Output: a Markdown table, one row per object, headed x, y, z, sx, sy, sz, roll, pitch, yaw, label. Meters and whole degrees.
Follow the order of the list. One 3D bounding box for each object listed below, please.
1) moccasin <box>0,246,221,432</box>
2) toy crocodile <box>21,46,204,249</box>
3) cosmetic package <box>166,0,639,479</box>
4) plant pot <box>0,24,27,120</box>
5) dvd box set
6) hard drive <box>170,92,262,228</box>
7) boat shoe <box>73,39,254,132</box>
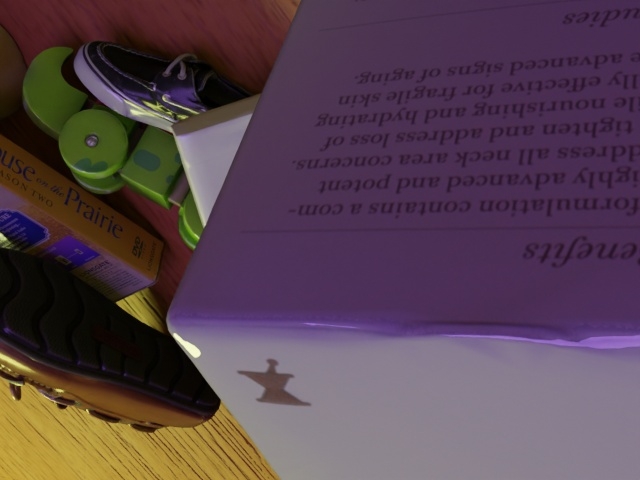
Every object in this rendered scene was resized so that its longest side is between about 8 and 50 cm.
| x | y | z | sx | sy | sz | roll | pitch | yaw | label |
| --- | --- | --- | --- | --- | --- | --- | --- | --- | --- |
| -0.282 | 0.122 | 1.054 | 0.147 | 0.139 | 0.380 | -28 | 144 | 26 | moccasin |
| -0.153 | -0.070 | 0.952 | 0.341 | 0.105 | 0.115 | 30 | 170 | -2 | toy crocodile |
| 0.164 | -0.008 | 0.617 | 0.330 | 0.393 | 0.327 | 0 | 140 | 24 | cosmetic package |
| -0.388 | -0.165 | 0.980 | 0.134 | 0.095 | 0.134 | 12 | 128 | 16 | plant pot |
| -0.425 | -0.030 | 1.022 | 0.308 | 0.062 | 0.420 | -24 | 134 | 35 | dvd box set |
| 0.000 | 0.000 | 0.900 | 0.203 | 0.040 | 0.307 | -20 | 122 | -9 | hard drive |
| -0.125 | -0.142 | 0.901 | 0.219 | 0.077 | 0.070 | 26 | 132 | -7 | boat shoe |
